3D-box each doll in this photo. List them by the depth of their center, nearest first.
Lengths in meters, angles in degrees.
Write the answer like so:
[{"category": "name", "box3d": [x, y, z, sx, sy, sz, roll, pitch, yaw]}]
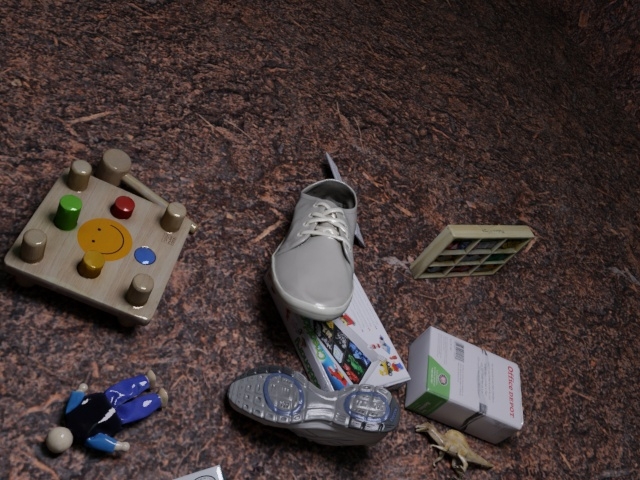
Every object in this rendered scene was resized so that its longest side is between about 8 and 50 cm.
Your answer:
[{"category": "doll", "box3d": [-0.328, 0.271, 1.020, 0.189, 0.046, 0.129, -21, 65, -42]}]

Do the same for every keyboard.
[{"category": "keyboard", "box3d": [0.058, -0.101, 1.582, 0.014, 0.072, 0.256, -22, 57, 6]}]

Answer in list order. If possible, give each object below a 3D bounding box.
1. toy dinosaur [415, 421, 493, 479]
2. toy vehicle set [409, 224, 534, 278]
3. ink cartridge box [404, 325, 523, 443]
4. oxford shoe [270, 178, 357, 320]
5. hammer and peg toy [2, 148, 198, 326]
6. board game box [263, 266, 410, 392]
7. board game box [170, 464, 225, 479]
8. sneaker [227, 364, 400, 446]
[{"category": "toy dinosaur", "box3d": [0.267, 0.409, 1.268, 0.183, 0.053, 0.093, 31, 42, -5]}, {"category": "toy vehicle set", "box3d": [0.362, 0.027, 1.580, 0.266, 0.166, 0.035, -1, 53, -32]}, {"category": "ink cartridge box", "box3d": [0.292, 0.297, 1.353, 0.219, 0.092, 0.160, 25, 44, -11]}, {"category": "oxford shoe", "box3d": [0.000, 0.000, 1.327, 0.169, 0.130, 0.449, 17, 30, -4]}, {"category": "hammer and peg toy", "box3d": [-0.364, -0.032, 1.204, 0.266, 0.127, 0.361, 25, 44, -11]}, {"category": "board game box", "box3d": [0.030, 0.173, 1.326, 0.193, 0.053, 0.305, -6, 56, -36]}, {"category": "board game box", "box3d": [-0.204, 0.486, 0.816, 0.253, 0.079, 0.336, -15, 58, -12]}, {"category": "sneaker", "box3d": [-0.018, 0.305, 1.145, 0.297, 0.129, 0.111, 13, 46, 3]}]
